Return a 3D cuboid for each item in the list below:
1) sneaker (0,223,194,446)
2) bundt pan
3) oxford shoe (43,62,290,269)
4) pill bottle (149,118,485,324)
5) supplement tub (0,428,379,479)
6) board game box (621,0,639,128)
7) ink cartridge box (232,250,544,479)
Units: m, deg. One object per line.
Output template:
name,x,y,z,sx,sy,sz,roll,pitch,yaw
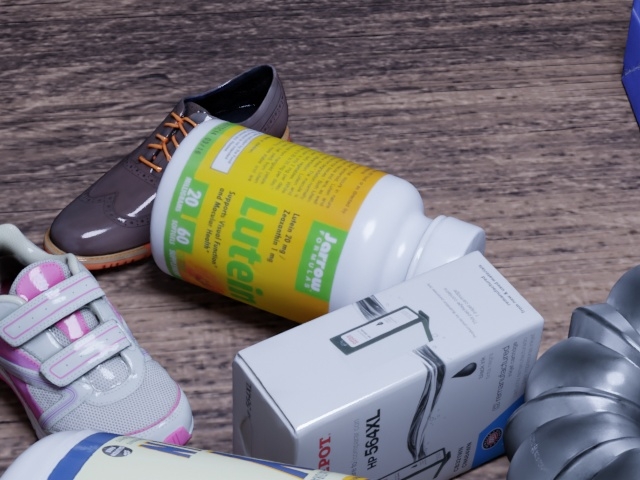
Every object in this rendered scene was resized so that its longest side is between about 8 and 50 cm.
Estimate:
sneaker,-0.197,0.077,1.022,0.252,0.111,0.103,32,51,27
bundt pan,0.251,0.116,0.863,0.331,0.124,0.331,-33,27,19
oxford shoe,-0.135,-0.071,1.190,0.097,0.098,0.271,31,50,27
pill bottle,0.000,0.000,1.094,0.246,0.136,0.136,19,46,17
supplement tub,-0.023,0.242,0.753,0.325,0.235,0.235,8,43,11
board game box,0.452,-0.146,1.256,0.291,0.141,0.232,-4,44,-2
ink cartridge box,0.045,0.115,0.966,0.203,0.148,0.086,-23,49,-23
